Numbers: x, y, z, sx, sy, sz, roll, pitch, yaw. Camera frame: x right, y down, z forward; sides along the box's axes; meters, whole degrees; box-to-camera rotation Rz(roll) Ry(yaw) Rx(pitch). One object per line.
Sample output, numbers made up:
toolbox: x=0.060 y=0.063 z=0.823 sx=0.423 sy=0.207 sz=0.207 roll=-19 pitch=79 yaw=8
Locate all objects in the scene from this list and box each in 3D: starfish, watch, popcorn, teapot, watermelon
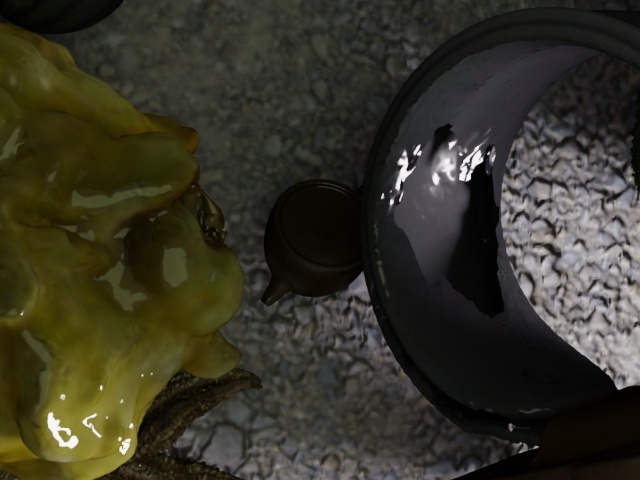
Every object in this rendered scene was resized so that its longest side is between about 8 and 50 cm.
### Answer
starfish: x=-0.144 y=0.146 z=0.807 sx=0.227 sy=0.043 sz=0.240 roll=-10 pitch=90 yaw=-18
watch: x=0.161 y=0.025 z=0.757 sx=0.314 sy=0.335 sz=0.327 roll=-8 pitch=77 yaw=-45
popcorn: x=-0.175 y=0.004 z=0.700 sx=0.252 sy=0.215 sz=0.286 roll=-14 pitch=80 yaw=-37
teapot: x=0.000 y=0.000 z=0.837 sx=0.076 sy=0.068 sz=0.121 roll=39 pitch=58 yaw=7
watermelon: x=-0.178 y=-0.177 z=0.761 sx=0.133 sy=0.105 sz=0.105 roll=-42 pitch=103 yaw=12

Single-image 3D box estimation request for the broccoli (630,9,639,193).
broccoli: x=0.376 y=-0.115 z=0.833 sx=0.321 sy=0.283 sz=0.304 roll=-29 pitch=113 yaw=1
